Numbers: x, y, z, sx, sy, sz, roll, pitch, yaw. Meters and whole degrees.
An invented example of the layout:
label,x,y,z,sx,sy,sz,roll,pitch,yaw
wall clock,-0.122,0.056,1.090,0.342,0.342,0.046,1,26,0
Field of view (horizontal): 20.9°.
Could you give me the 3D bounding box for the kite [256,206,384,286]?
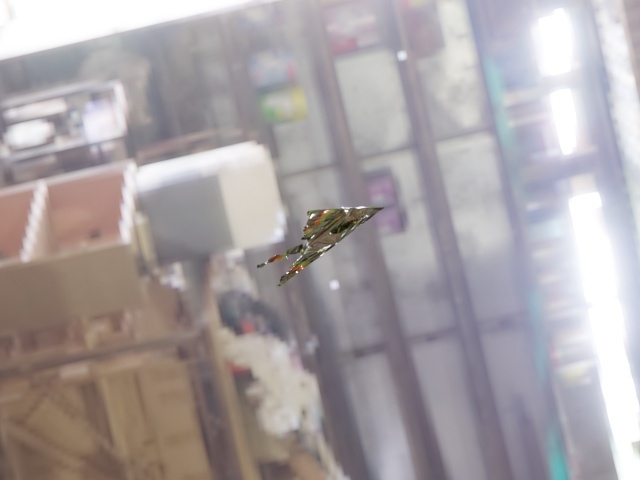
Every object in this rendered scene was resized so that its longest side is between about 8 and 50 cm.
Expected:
label,x,y,z,sx,sy,sz,roll,pitch,yaw
kite,0.000,0.000,1.031,0.004,0.090,0.122,59,-25,14
